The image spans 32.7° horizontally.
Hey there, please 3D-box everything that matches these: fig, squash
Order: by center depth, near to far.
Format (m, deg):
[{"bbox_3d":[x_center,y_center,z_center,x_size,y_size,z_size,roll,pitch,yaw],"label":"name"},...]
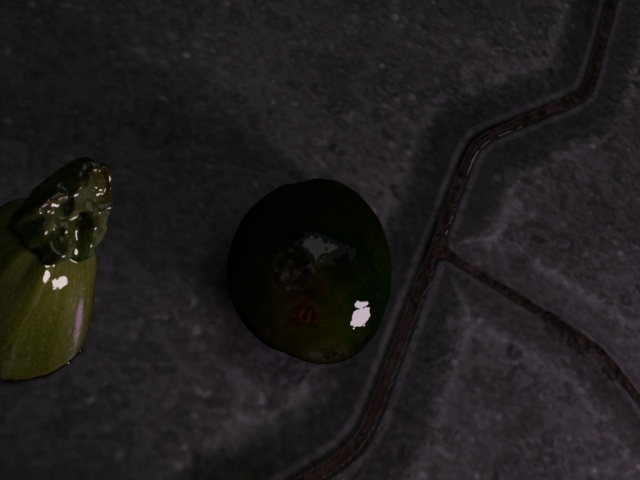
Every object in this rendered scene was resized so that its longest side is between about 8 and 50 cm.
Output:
[{"bbox_3d":[-0.166,0.008,0.632,0.105,0.132,0.105,17,50,-21],"label":"squash"},{"bbox_3d":[0.000,0.000,0.762,0.117,0.117,0.177,30,38,-9],"label":"fig"}]
